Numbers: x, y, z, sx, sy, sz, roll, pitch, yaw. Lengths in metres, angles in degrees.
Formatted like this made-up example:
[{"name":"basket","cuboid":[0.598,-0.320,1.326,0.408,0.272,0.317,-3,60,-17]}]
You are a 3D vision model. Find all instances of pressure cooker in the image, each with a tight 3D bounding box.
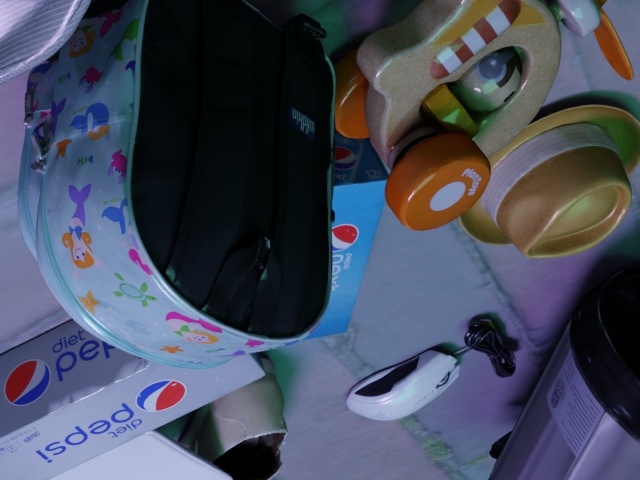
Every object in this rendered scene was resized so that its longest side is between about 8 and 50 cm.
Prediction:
[{"name":"pressure cooker","cuboid":[0.373,0.281,1.421,0.370,0.376,0.420,-42,157,-56]}]

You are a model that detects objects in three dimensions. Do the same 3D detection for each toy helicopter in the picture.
[{"name":"toy helicopter","cuboid":[0.135,-0.181,0.951,0.235,0.140,0.355,-22,146,-17]}]

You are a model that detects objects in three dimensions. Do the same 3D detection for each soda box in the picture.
[{"name":"soda box","cuboid":[0.000,0.000,1.159,0.071,0.067,0.210,-8,141,-20]},{"name":"soda box","cuboid":[-0.204,0.130,1.193,0.286,0.091,0.098,-27,141,4]}]

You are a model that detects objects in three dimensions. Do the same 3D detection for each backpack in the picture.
[{"name":"backpack","cuboid":[-0.097,-0.037,0.915,0.191,0.253,0.225,-23,149,34]}]

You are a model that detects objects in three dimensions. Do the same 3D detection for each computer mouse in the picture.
[{"name":"computer mouse","cuboid":[0.122,0.157,1.435,0.193,0.042,0.106,-27,144,5]}]

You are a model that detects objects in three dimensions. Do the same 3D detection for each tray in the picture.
[{"name":"tray","cuboid":[-0.239,0.243,1.313,0.270,0.030,0.145,-20,143,23]}]

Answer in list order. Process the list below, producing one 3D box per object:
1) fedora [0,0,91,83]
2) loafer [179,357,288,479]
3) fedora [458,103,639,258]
[{"name":"fedora","cuboid":[-0.212,-0.182,0.772,0.275,0.124,0.243,-27,147,8]},{"name":"loafer","cuboid":[-0.096,0.234,1.374,0.102,0.092,0.268,-8,140,-19]},{"name":"fedora","cuboid":[0.229,-0.040,1.220,0.194,0.079,0.194,-14,142,-11]}]
